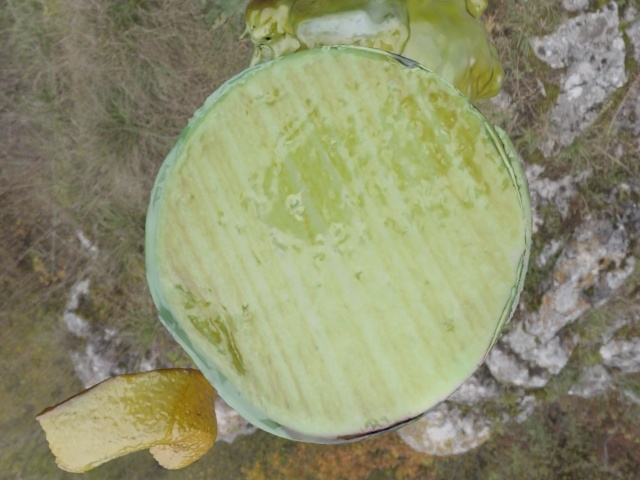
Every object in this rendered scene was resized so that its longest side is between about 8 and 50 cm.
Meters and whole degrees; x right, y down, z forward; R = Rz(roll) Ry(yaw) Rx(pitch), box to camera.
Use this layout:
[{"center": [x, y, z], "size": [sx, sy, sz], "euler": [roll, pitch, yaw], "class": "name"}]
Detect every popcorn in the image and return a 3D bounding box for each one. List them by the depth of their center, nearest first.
[{"center": [0.064, -0.209, 0.798], "size": [0.312, 0.312, 0.312], "euler": [9, 128, 11], "class": "popcorn"}]

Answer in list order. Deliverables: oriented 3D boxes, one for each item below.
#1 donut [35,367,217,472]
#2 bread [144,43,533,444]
[{"center": [-0.218, 0.231, 0.853], "size": [0.152, 0.101, 0.259], "euler": [-35, 147, 23], "class": "donut"}, {"center": [0.003, -0.005, 0.484], "size": [0.301, 0.045, 0.301], "euler": [-2, 85, 20], "class": "bread"}]
